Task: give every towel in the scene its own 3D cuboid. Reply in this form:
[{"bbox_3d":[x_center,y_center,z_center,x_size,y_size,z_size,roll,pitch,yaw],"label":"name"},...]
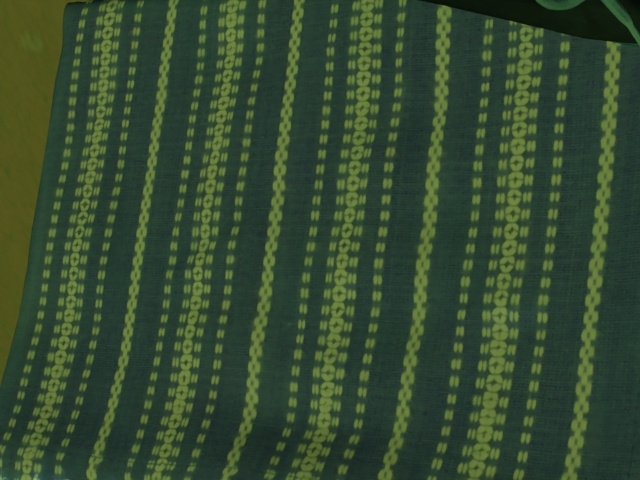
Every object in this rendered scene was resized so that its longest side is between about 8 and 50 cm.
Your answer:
[{"bbox_3d":[0.000,0.000,0.508,0.336,0.040,0.243,1,78,32],"label":"towel"}]

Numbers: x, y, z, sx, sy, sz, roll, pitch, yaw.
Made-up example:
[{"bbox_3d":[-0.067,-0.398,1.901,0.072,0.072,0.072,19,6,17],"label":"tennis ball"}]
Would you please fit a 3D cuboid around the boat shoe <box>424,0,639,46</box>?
[{"bbox_3d":[0.069,-0.114,0.423,0.258,0.089,0.109,4,86,36],"label":"boat shoe"}]
